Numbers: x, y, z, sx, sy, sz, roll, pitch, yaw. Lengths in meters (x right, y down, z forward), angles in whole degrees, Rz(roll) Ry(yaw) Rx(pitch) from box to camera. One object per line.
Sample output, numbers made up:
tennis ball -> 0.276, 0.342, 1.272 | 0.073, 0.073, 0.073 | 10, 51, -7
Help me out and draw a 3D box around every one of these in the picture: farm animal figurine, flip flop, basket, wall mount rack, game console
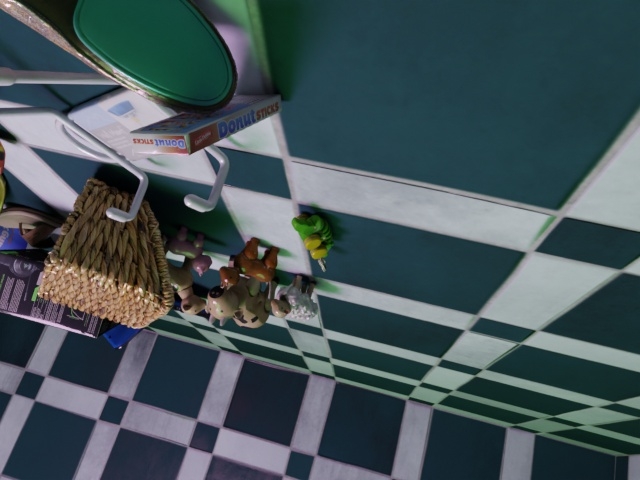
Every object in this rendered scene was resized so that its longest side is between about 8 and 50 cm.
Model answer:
farm animal figurine -> -0.213, 0.114, 1.149 | 0.331, 0.172, 0.327 | 1, 154, 34
flip flop -> -0.682, -0.013, 1.297 | 0.277, 0.080, 0.112 | 18, 158, -4
basket -> -0.391, 0.028, 1.009 | 0.223, 0.213, 0.299 | 25, 152, -21
wall mount rack -> -0.297, -0.135, 0.660 | 0.350, 0.130, 0.304 | -3, 151, 39
game console -> -0.501, 0.246, 1.574 | 0.250, 0.173, 0.293 | 22, 173, -32

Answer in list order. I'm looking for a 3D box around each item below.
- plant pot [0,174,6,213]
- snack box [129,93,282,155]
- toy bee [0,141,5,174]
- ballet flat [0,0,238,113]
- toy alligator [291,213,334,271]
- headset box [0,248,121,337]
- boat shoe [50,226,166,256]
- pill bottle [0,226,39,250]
plant pot -> -0.898, -0.080, 0.995 | 0.353, 0.366, 0.366 | 33, 156, -8
snack box -> -0.107, -0.123, 0.525 | 0.064, 0.178, 0.022 | 8, 118, 22
toy bee -> -0.670, -0.189, 0.812 | 0.195, 0.162, 0.298 | -11, 172, 35
ballet flat -> -0.221, -0.221, 0.469 | 0.316, 0.107, 0.106 | 32, 174, -23
toy alligator -> 0.000, 0.000, 0.891 | 0.051, 0.056, 0.189 | -29, 149, 2
headset box -> -0.617, 0.115, 1.234 | 0.283, 0.131, 0.246 | 17, 178, -5
boat shoe -> -0.502, 0.015, 1.234 | 0.268, 0.088, 0.096 | 17, 142, 5
pill bottle -> -0.879, 0.002, 1.381 | 0.153, 0.152, 0.272 | 9, 158, 18
